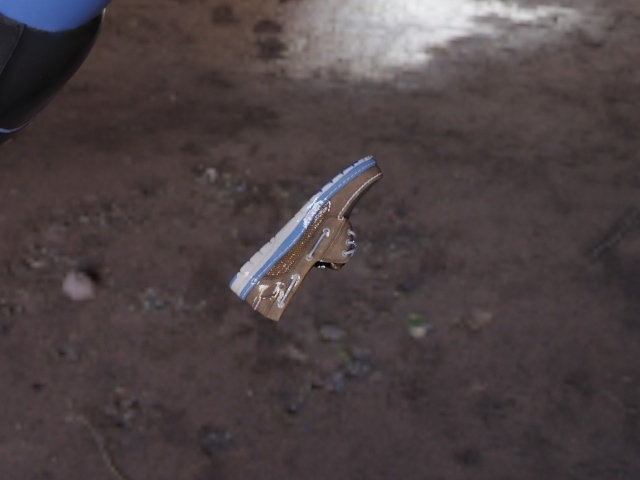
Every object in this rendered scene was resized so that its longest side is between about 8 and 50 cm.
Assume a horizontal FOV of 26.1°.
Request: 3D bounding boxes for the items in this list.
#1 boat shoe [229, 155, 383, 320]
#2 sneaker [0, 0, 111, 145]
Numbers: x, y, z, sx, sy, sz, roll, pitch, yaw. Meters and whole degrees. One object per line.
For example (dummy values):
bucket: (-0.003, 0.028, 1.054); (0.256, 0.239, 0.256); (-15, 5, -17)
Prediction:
boat shoe: (0.000, 0.000, 1.301); (0.066, 0.183, 0.066); (44, -2, 4)
sneaker: (-0.096, -0.118, 0.424); (0.081, 0.090, 0.232); (29, 36, -23)
